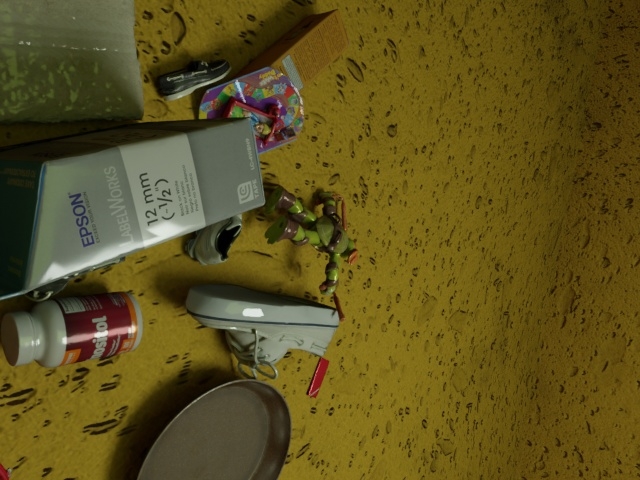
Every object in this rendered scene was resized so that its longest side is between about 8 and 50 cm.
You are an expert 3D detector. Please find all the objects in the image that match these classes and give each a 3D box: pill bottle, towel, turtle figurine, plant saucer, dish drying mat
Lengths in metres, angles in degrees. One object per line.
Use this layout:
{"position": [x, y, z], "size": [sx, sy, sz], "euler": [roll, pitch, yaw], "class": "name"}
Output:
{"position": [-0.317, 0.115, 0.679], "size": [0.152, 0.086, 0.086], "euler": [-4, 100, -47], "class": "pill bottle"}
{"position": [-0.343, -0.228, 0.615], "size": [0.282, 0.049, 0.187], "euler": [-16, 110, -47], "class": "towel"}
{"position": [0.000, 0.000, 0.967], "size": [0.217, 0.087, 0.269], "euler": [24, 57, -39], "class": "turtle figurine"}
{"position": [-0.180, 0.374, 0.890], "size": [0.310, 0.050, 0.310], "euler": [-17, 115, -42], "class": "plant saucer"}
{"position": [-0.004, 0.293, 1.120], "size": [0.032, 0.008, 0.083], "euler": [36, 71, -45], "class": "dish drying mat"}

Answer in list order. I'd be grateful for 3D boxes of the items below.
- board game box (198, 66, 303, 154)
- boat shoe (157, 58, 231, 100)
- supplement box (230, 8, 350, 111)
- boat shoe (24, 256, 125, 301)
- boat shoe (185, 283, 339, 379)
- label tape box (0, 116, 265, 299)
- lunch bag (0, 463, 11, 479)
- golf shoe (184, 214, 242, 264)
{"position": [-0.105, -0.188, 0.825], "size": [0.169, 0.033, 0.133], "euler": [-22, 129, -4], "class": "board game box"}
{"position": [-0.188, -0.250, 0.787], "size": [0.125, 0.046, 0.038], "euler": [-36, 128, -28], "class": "boat shoe"}
{"position": [-0.045, -0.309, 0.909], "size": [0.233, 0.078, 0.080], "euler": [-52, 131, -27], "class": "supplement box"}
{"position": [-0.339, 0.036, 0.646], "size": [0.219, 0.078, 0.070], "euler": [-26, 115, -44], "class": "boat shoe"}
{"position": [-0.098, 0.171, 0.915], "size": [0.367, 0.136, 0.156], "euler": [20, 85, -58], "class": "boat shoe"}
{"position": [-0.273, -0.053, 0.572], "size": [0.348, 0.249, 0.115], "euler": [-23, 114, -44], "class": "label tape box"}
{"position": [-0.454, 0.224, 0.501], "size": [0.258, 0.120, 0.293], "euler": [-46, 141, -35], "class": "lunch bag"}
{"position": [-0.144, -0.040, 0.844], "size": [0.069, 0.086, 0.176], "euler": [31, 73, -45], "class": "golf shoe"}
